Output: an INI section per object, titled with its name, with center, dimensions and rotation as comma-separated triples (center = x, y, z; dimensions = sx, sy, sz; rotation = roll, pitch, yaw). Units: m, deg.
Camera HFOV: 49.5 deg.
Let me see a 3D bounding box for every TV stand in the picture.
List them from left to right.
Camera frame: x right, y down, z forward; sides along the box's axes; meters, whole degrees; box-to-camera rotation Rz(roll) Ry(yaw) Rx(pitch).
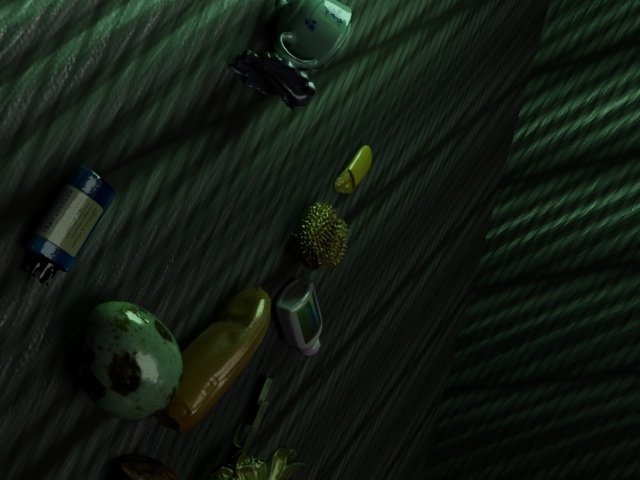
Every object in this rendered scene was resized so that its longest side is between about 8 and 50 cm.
[TV stand]
center = -0.176, 0.455, 1.717
dimensions = 0.036, 0.042, 0.249
rotation = 39, 71, -56

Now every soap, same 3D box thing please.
[soap]
center = 0.093, -0.182, 1.851
dimensions = 0.168, 0.033, 0.089
rotation = -55, 145, -28

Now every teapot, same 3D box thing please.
[teapot]
center = -0.032, -0.431, 1.385
dimensions = 0.159, 0.159, 0.231
rotation = 67, 30, -50

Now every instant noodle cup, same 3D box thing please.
[instant noodle cup]
center = -0.359, 0.506, 1.349
dimensions = 0.135, 0.127, 0.127
rotation = -64, 152, 1

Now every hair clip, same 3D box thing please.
[hair clip]
center = -0.094, -0.309, 1.348
dimensions = 0.195, 0.124, 0.052
rotation = 29, 56, -50

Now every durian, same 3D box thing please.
[durian]
center = 0.000, 0.000, 1.688
dimensions = 0.158, 0.137, 0.168
rotation = 50, 51, -34

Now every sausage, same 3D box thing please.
[sausage]
center = -0.210, 0.234, 1.438
dimensions = 0.354, 0.134, 0.116
rotation = -49, 120, -33

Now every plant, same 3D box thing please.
[plant]
center = -0.177, 0.624, 1.608
dimensions = 0.306, 0.297, 0.261
rotation = -40, 121, 13

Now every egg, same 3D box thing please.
[egg]
center = -0.324, 0.200, 1.174
dimensions = 0.169, 0.169, 0.231
rotation = -45, 135, -41

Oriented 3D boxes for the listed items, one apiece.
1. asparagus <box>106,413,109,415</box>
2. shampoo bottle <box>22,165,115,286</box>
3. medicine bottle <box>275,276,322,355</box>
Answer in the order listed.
[asparagus]
center = -0.361, 0.283, 1.315
dimensions = 0.015, 0.018, 0.127
rotation = 53, 51, -15
[shampoo bottle]
center = -0.387, -0.019, 1.061
dimensions = 0.182, 0.050, 0.087
rotation = -63, 154, -17
[medicine bottle]
center = -0.048, 0.205, 1.767
dimensions = 0.115, 0.078, 0.219
rotation = -54, 147, -36
